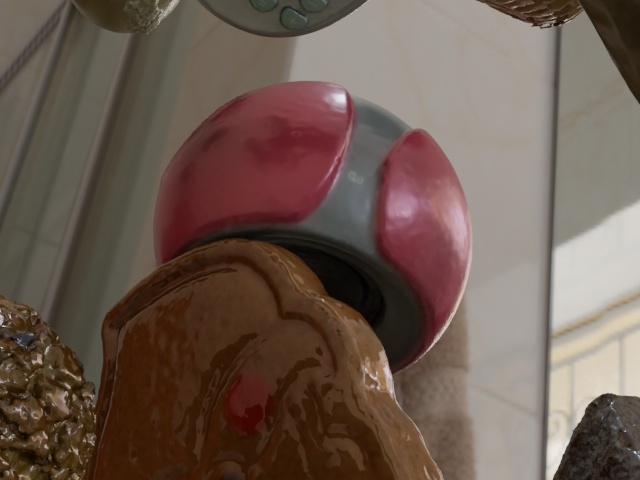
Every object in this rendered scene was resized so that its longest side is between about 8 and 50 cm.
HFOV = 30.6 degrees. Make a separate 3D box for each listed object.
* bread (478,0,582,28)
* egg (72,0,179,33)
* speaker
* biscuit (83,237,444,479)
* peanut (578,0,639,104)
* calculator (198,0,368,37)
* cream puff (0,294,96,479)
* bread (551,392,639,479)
[{"bbox_3d":[0.195,-0.302,1.186,0.240,0.139,0.240,19,9,-3],"label":"bread"},{"bbox_3d":[-0.236,-0.334,1.400,0.164,0.164,0.201,12,-26,-5],"label":"egg"},{"bbox_3d":[0.000,0.000,1.078,0.294,0.294,0.294,7,-32,4],"label":"speaker"},{"bbox_3d":[-0.056,0.203,0.915,0.078,0.455,0.350,12,-58,-48],"label":"biscuit"},{"bbox_3d":[0.122,-0.098,0.400,0.099,0.099,0.214,-26,-84,43],"label":"peanut"},{"bbox_3d":[0.006,-0.274,0.864,0.184,0.042,0.295,29,-56,-21],"label":"calculator"},{"bbox_3d":[-0.200,0.100,0.684,0.115,0.150,0.165,-24,-26,33],"label":"cream puff"},{"bbox_3d":[0.349,0.333,1.195,0.113,0.416,0.165,11,-65,-12],"label":"bread"}]
